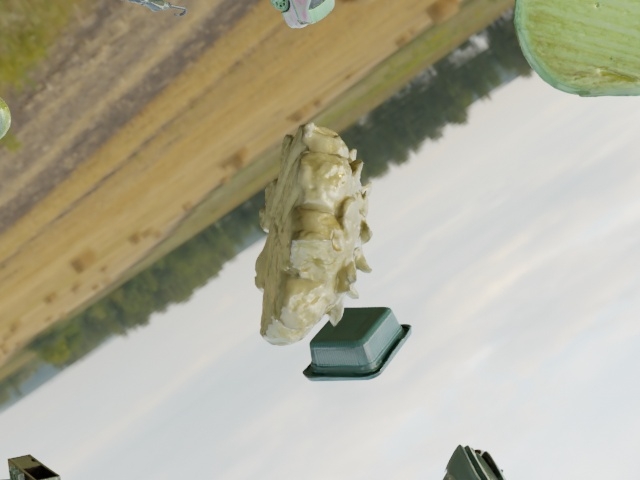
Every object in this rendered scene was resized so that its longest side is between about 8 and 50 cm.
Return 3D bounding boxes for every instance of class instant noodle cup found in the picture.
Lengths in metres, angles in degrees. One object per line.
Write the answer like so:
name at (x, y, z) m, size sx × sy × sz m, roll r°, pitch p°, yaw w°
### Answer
instant noodle cup at (0.061, 0.176, 1.993) m, size 0.157 × 0.070 × 0.179 m, roll -4°, pitch -156°, yaw 32°

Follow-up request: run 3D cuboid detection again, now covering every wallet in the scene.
wallet at (0.208, 0.461, 1.771) m, size 0.250 × 0.075 × 0.176 m, roll -63°, pitch -166°, yaw 11°

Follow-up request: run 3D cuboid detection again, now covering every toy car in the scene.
toy car at (-0.038, -0.415, 1.589) m, size 0.076 × 0.224 × 0.090 m, roll 9°, pitch -140°, yaw 40°

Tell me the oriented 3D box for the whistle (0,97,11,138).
whistle at (-0.710, -0.263, 2.229) m, size 0.057 × 0.198 × 0.104 m, roll -71°, pitch -174°, yaw -65°

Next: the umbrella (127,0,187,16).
umbrella at (-0.358, -0.481, 2.215) m, size 0.044 × 0.044 × 0.269 m, roll -34°, pitch 158°, yaw 32°

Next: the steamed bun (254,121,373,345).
steamed bun at (0.000, 0.000, 1.468) m, size 0.137 × 0.292 × 0.295 m, roll 11°, pitch 178°, yaw -14°

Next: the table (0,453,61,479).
table at (-0.499, 0.436, 1.846) m, size 0.111 × 0.122 × 0.240 m, roll -7°, pitch -179°, yaw -25°

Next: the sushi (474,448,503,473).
sushi at (0.304, 0.407, 2.053) m, size 0.044 × 0.083 × 0.046 m, roll -28°, pitch -135°, yaw 11°

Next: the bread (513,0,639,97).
bread at (0.424, -0.340, 1.608) m, size 0.301 × 0.301 × 0.045 m, roll -33°, pitch -156°, yaw 21°
